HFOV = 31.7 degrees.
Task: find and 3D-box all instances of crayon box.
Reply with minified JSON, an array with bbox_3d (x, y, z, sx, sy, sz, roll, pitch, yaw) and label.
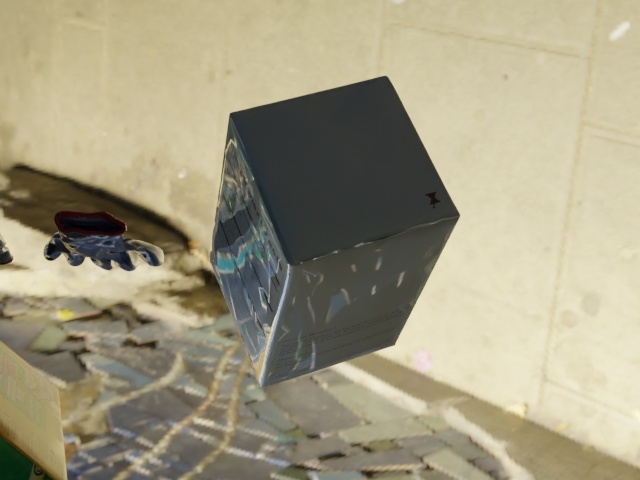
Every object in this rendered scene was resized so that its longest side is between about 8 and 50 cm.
[{"bbox_3d":[-0.290,0.130,0.890,0.165,0.081,0.278,44,176,-16],"label":"crayon box"}]

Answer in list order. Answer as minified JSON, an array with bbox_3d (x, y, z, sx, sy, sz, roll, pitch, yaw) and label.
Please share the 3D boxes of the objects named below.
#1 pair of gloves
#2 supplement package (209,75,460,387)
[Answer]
[{"bbox_3d":[-0.215,-0.004,0.818,0.159,0.198,0.023,108,167,-77],"label":"pair of gloves"},{"bbox_3d":[0.000,0.000,0.701,0.179,0.105,0.105,108,143,-59],"label":"supplement package"}]
